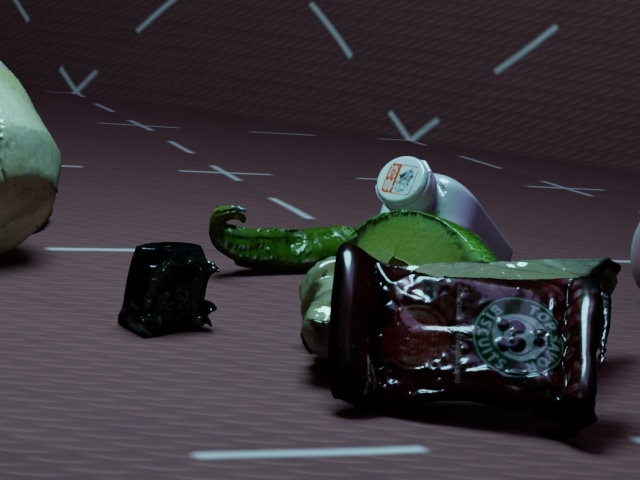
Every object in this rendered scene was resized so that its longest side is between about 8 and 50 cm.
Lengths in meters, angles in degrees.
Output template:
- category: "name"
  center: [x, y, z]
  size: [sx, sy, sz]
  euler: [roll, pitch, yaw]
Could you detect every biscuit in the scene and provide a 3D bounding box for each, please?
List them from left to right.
- category: "biscuit"
  center: [0.122, 0.083, 1.091]
  size: [0.235, 0.151, 0.063]
  euler: [5, -30, 6]

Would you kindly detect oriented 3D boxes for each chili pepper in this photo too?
- category: "chili pepper"
  center: [-0.001, 0.000, 1.614]
  size: [0.084, 0.077, 0.359]
  euler: [-11, -8, 42]

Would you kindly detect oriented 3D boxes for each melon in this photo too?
- category: "melon"
  center: [0.101, 0.028, 1.390]
  size: [0.064, 0.118, 0.209]
  euler: [6, 4, -43]

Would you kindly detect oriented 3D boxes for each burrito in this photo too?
- category: "burrito"
  center: [0.143, 0.074, 1.221]
  size: [0.347, 0.107, 0.175]
  euler: [1, 27, -12]

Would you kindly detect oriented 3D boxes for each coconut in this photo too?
- category: "coconut"
  center: [-0.418, -0.101, 1.470]
  size: [0.230, 0.227, 0.227]
  euler: [50, 29, 18]

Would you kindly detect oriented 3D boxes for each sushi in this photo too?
- category: "sushi"
  center: [-0.144, 0.044, 1.267]
  size: [0.084, 0.083, 0.056]
  euler: [-4, 13, -36]

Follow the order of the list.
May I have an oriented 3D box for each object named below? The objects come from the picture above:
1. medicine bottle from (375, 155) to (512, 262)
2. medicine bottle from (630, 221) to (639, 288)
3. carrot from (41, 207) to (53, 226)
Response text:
- category: "medicine bottle"
  center: [0.133, -0.018, 1.505]
  size: [0.115, 0.078, 0.219]
  euler: [7, -23, 31]
- category: "medicine bottle"
  center: [0.481, 0.030, 1.514]
  size: [0.147, 0.147, 0.247]
  euler: [0, 11, -28]
- category: "carrot"
  center: [-0.370, -0.033, 1.714]
  size: [0.035, 0.035, 0.142]
  euler: [5, 15, -5]
